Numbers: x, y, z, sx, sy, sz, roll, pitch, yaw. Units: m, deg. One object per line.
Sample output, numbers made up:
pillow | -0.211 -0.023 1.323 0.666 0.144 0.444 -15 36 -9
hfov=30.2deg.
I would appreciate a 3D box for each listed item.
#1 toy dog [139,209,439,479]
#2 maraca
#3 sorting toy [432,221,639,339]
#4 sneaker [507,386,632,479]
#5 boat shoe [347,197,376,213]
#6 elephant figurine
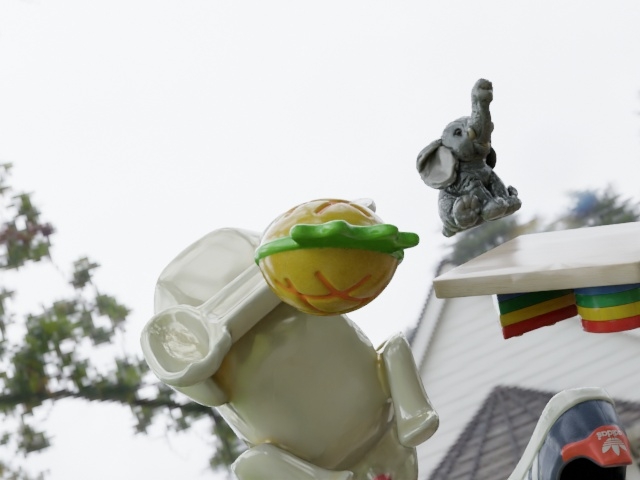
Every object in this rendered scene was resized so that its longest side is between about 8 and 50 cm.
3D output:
toy dog | -0.034 0.197 1.453 0.284 0.408 0.395 -44 26 -24
maraca | 0.012 0.010 0.998 0.127 0.099 0.186 1 -13 -15
sorting toy | 0.311 0.050 1.427 0.257 0.089 0.255 -7 9 35
sneaker | 0.345 0.370 1.660 0.131 0.148 0.350 -6 -49 -14
boat shoe | 0.000 0.000 1.607 0.184 0.063 0.066 -25 16 15
elephant figurine | 0.263 -0.146 2.150 0.186 0.239 0.169 -20 -5 11
